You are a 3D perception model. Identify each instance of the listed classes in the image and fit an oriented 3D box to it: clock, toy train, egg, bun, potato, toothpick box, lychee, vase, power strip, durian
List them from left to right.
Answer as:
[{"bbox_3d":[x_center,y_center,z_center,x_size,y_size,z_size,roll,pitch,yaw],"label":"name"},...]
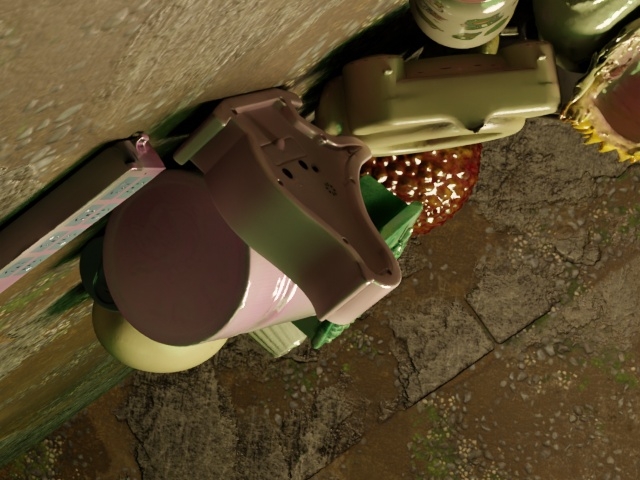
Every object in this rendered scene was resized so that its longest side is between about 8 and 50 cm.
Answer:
[{"bbox_3d":[-0.278,-0.013,1.446,0.279,0.037,0.109,-36,176,11],"label":"power strip"},{"bbox_3d":[-0.225,0.022,1.829,0.101,0.101,0.153,-38,176,33],"label":"toothpick box"},{"bbox_3d":[-0.233,0.104,2.113,0.242,0.186,0.186,-3,152,-50],"label":"egg"},{"bbox_3d":[-0.115,0.072,2.251,0.128,0.248,0.128,-36,176,-3],"label":"vase"},{"bbox_3d":[-0.008,-0.049,1.621,0.080,0.275,0.290,-42,177,25],"label":"clock"},{"bbox_3d":[0.000,0.000,1.992,0.145,0.202,0.266,-39,163,-44],"label":"toy train"},{"bbox_3d":[0.114,-0.120,2.125,0.271,0.236,0.236,2,158,-26],"label":"lychee"},{"bbox_3d":[0.137,-0.177,1.853,0.284,0.114,0.309,-9,180,-16],"label":"clock"},{"bbox_3d":[0.193,-0.263,1.999,0.188,0.085,0.105,-38,-150,57],"label":"potato"},{"bbox_3d":[0.379,-0.360,1.834,0.293,0.187,0.293,-38,166,-11],"label":"bun"},{"bbox_3d":[0.445,-0.232,1.835,0.305,0.185,0.195,-49,-174,5],"label":"durian"}]

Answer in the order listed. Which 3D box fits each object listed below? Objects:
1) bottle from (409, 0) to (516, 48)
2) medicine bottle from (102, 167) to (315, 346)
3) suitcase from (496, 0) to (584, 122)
[{"bbox_3d":[0.149,-0.270,1.410,0.120,0.120,0.253,-35,177,-1],"label":"bottle"},{"bbox_3d":[-0.093,0.008,1.746,0.212,0.212,0.325,-37,168,26],"label":"medicine bottle"},{"bbox_3d":[0.428,-0.328,2.143,0.434,0.194,0.283,-31,-157,-24],"label":"suitcase"}]
